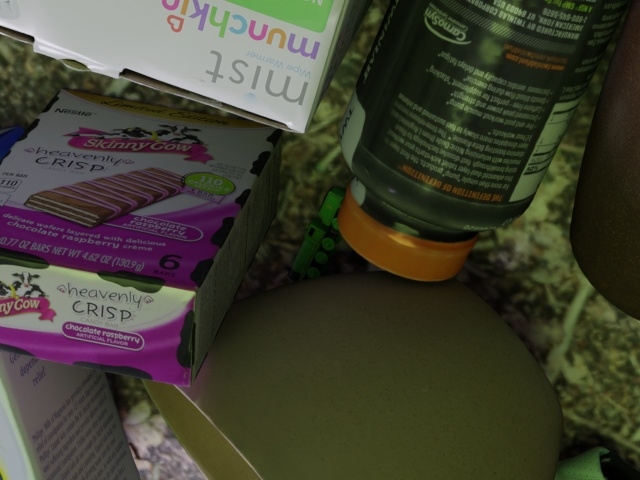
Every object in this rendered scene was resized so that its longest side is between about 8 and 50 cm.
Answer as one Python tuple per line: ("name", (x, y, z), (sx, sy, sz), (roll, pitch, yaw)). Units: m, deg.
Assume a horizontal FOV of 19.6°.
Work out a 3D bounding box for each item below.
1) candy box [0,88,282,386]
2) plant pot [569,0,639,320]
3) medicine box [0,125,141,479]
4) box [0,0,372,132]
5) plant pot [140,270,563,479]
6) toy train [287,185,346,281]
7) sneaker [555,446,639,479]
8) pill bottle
("candy box", (-0.124, -0.010, 1.146), (0.159, 0.233, 0.071), (10, 117, 7))
("plant pot", (0.244, -0.059, 1.075), (0.215, 0.215, 0.230), (28, 134, -2))
("medicine box", (-0.301, 0.096, 1.270), (0.263, 0.149, 0.289), (-12, 106, 17))
("box", (-0.093, -0.192, 1.051), (0.262, 0.231, 0.127), (20, 119, 3))
("plant pot", (0.042, 0.128, 1.185), (0.191, 0.284, 0.284), (-39, 106, -12))
("toy train", (0.000, 0.000, 1.247), (0.023, 0.017, 0.083), (31, 119, 7))
("sneaker", (0.216, 0.258, 1.282), (0.151, 0.094, 0.256), (-31, 105, 26))
("pill bottle", (0.091, -0.096, 1.114), (0.130, 0.130, 0.246), (24, 118, 0))
